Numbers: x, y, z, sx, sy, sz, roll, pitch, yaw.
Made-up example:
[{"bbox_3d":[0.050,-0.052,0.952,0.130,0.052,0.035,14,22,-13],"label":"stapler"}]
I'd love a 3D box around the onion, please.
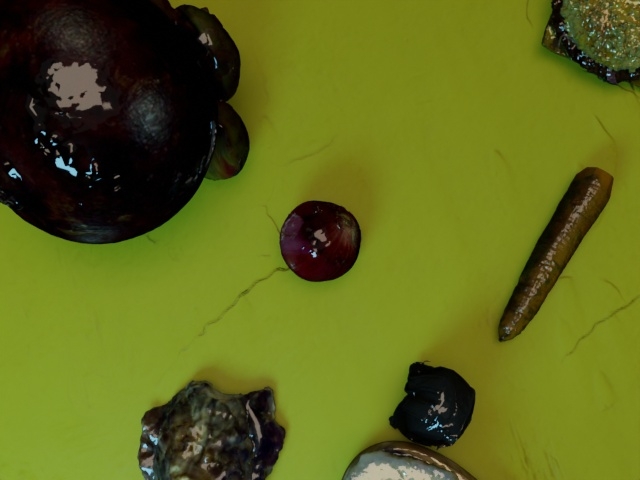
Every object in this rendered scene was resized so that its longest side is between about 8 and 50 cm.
[{"bbox_3d":[0.000,0.000,1.285,0.131,0.131,0.131,0,79,-1],"label":"onion"}]

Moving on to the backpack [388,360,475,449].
[{"bbox_3d":[0.170,0.244,1.217,0.105,0.165,0.120,28,84,-6],"label":"backpack"}]

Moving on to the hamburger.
[{"bbox_3d":[0.483,-0.380,1.353,0.261,0.139,0.243,17,80,2],"label":"hamburger"}]

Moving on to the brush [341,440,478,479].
[{"bbox_3d":[0.155,0.383,1.188,0.266,0.166,0.175,12,79,-1],"label":"brush"}]

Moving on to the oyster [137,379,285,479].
[{"bbox_3d":[-0.177,0.340,1.227,0.275,0.100,0.271,-21,65,0],"label":"oyster"}]

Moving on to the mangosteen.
[{"bbox_3d":[-0.308,-0.185,1.213,0.380,0.421,0.381,9,107,30],"label":"mangosteen"}]

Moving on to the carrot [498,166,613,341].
[{"bbox_3d":[0.363,0.026,1.312,0.066,0.066,0.314,30,82,5],"label":"carrot"}]
